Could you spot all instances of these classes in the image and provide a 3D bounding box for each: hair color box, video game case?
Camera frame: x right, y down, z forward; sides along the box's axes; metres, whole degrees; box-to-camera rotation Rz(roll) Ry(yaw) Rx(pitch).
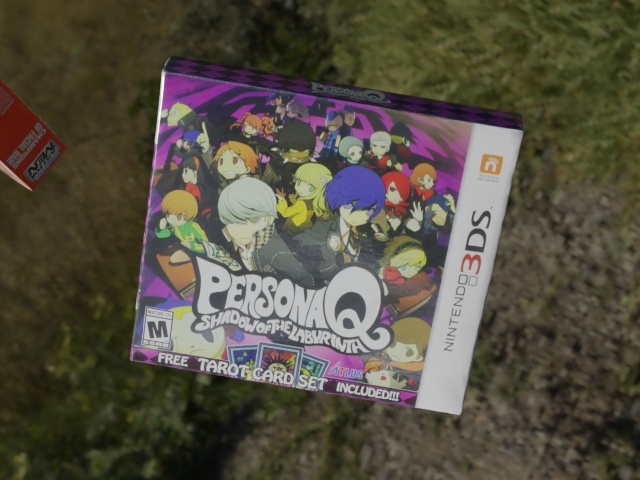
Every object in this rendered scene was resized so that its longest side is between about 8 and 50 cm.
[{"bbox_3d":[-0.289,-0.115,1.193,0.093,0.167,0.053,32,80,30],"label":"hair color box"},{"bbox_3d":[0.000,0.000,0.957,0.042,0.232,0.210,-81,1,-67],"label":"video game case"}]
